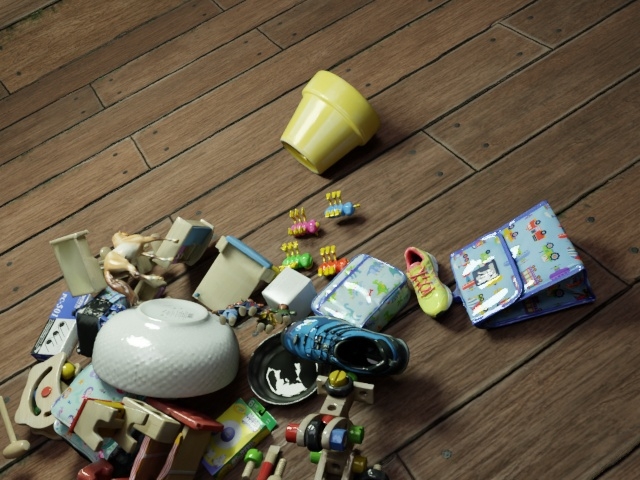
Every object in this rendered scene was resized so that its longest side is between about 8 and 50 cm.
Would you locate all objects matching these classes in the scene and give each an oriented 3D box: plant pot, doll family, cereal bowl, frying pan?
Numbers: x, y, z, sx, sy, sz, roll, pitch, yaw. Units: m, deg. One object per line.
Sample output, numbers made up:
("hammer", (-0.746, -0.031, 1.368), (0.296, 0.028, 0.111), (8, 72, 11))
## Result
("plant pot", (0.014, -0.341, 1.903), (0.239, 0.254, 0.254), (-50, 51, -4))
("doll family", (-0.156, 0.172, 1.466), (0.193, 0.076, 0.111), (17, 12, -7))
("cereal bowl", (-0.350, 0.226, 1.453), (0.339, 0.141, 0.339), (8, 11, -2))
("frying pan", (-0.013, 0.283, 1.472), (0.326, 0.053, 0.197), (-16, 48, 2))

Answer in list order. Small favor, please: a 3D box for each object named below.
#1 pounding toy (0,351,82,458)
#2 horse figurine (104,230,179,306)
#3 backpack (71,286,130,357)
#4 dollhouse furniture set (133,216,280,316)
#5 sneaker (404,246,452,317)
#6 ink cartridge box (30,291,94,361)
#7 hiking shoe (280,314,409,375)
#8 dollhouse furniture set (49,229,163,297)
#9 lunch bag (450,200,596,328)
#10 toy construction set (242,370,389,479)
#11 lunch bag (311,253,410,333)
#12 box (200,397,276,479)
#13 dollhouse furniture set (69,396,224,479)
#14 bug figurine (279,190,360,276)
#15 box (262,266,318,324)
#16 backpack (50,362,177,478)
("pounding toy", (-0.678, 0.393, 1.536), (0.154, 0.154, 0.269), (-14, 47, 13))
("horse figurine", (-0.459, 0.049, 1.535), (0.175, 0.066, 0.263), (10, 34, -1))
("backpack", (-0.563, 0.214, 1.664), (0.117, 0.158, 0.173), (11, 29, 11))
("dollhouse furniture set", (-0.291, 0.114, 1.709), (0.303, 0.198, 0.286), (32, 95, 8))
("sneaker", (0.246, 0.097, 1.503), (0.081, 0.094, 0.208), (-38, 38, 20))
("ink cartridge box", (-0.721, 0.242, 1.761), (0.097, 0.046, 0.207), (0, 50, 18))
("hiking shoe", (0.039, 0.222, 1.368), (0.304, 0.132, 0.113), (4, 81, 24))
("dollhouse furniture set", (-0.589, 0.035, 1.723), (0.212, 0.160, 0.242), (-13, 10, 29))
("lunch bag", (0.445, 0.078, 1.463), (0.293, 0.138, 0.220), (-26, 44, 15))
("toy construction set", (0.002, 0.405, 1.285), (0.309, 0.257, 0.237), (-22, 24, 28))
("lunch bag", (0.096, 0.143, 1.535), (0.219, 0.090, 0.176), (-42, 47, -20))
("box", (-0.195, 0.437, 1.406), (0.179, 0.043, 0.105), (-40, 50, -19))
("dollhouse furniture set", (-0.374, 0.415, 1.232), (0.152, 0.374, 0.201), (18, 79, 30))
("bug figurine", (0.000, 0.000, 1.705), (0.216, 0.072, 0.278), (-8, 52, 21))
("box", (-0.073, 0.143, 1.582), (0.087, 0.101, 0.102), (27, 63, 35))
("backpack", (-0.475, 0.386, 1.461), (0.225, 0.191, 0.253), (20, 54, 34))
